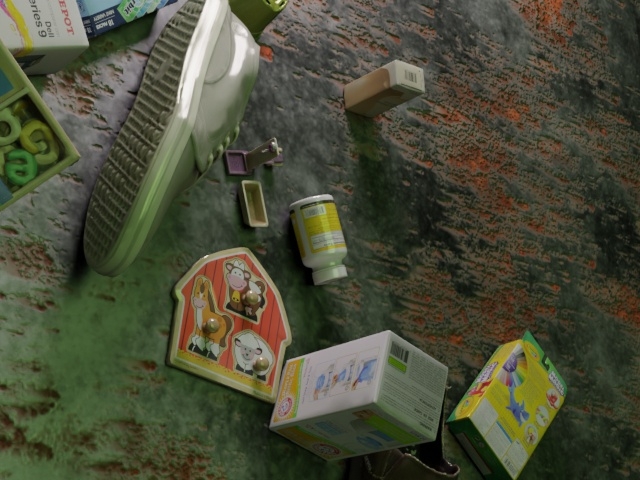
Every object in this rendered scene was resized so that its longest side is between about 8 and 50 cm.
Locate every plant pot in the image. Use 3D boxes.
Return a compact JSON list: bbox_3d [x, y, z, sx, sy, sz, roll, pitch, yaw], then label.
[{"bbox_3d":[-0.090,-0.331,1.815,0.083,0.079,0.083,16,65,-37],"label":"plant pot"}]

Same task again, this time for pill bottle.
[{"bbox_3d":[0.000,0.000,1.780,0.065,0.065,0.116,-7,79,-43],"label":"pill bottle"}]

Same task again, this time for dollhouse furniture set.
[{"bbox_3d":[-0.063,-0.079,1.741,0.091,0.081,0.114,-1,75,-42],"label":"dollhouse furniture set"}]

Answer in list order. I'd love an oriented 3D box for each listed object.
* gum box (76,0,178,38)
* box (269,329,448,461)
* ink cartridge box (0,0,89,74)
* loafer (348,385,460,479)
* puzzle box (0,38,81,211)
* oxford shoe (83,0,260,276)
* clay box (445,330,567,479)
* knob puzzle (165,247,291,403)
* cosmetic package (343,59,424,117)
[{"bbox_3d":[-0.276,-0.370,1.657,0.157,0.041,0.184,-36,114,-44],"label":"gum box"},{"bbox_3d":[0.047,0.202,1.648,0.114,0.203,0.103,34,55,-31],"label":"box"},{"bbox_3d":[-0.397,-0.275,1.507,0.212,0.093,0.154,-10,80,-45],"label":"ink cartridge box"},{"bbox_3d":[0.110,0.330,1.707,0.134,0.130,0.365,14,65,-38],"label":"loafer"},{"bbox_3d":[-0.478,-0.179,1.347,0.272,0.052,0.409,-37,101,-17],"label":"puzzle box"},{"bbox_3d":[-0.171,-0.131,1.612,0.130,0.169,0.449,39,47,-27],"label":"oxford shoe"},{"bbox_3d":[0.288,0.249,1.954,0.127,0.053,0.222,55,45,-12],"label":"clay box"},{"bbox_3d":[-0.107,0.095,1.671,0.213,0.030,0.213,17,63,-37],"label":"knob puzzle"},{"bbox_3d":[0.094,-0.224,1.916,0.060,0.115,0.041,12,68,-38],"label":"cosmetic package"}]
